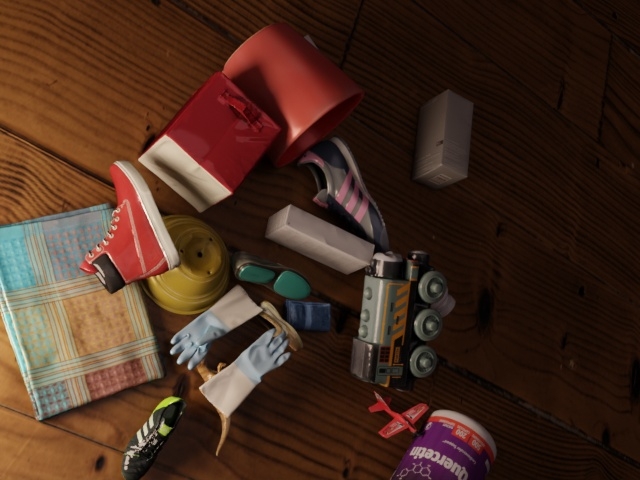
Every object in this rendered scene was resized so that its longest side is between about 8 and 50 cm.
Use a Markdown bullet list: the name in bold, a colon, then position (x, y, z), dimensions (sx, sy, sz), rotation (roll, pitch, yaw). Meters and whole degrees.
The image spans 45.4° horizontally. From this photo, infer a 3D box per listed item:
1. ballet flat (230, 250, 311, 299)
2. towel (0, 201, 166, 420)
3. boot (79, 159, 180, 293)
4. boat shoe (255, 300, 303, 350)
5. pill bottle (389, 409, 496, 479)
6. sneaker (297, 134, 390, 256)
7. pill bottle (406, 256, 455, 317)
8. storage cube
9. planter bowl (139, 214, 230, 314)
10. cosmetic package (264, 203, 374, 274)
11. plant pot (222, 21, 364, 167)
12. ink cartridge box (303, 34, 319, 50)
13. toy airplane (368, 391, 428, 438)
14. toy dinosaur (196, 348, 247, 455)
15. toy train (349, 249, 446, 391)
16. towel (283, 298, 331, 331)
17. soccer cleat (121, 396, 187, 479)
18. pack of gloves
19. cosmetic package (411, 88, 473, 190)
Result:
- **ballet flat**: position (-0.108, 0.070, 1.691), dimensions (0.213, 0.072, 0.068), rotation (23, 23, -40)
- **towel**: position (-0.463, 0.123, 1.457), dimensions (0.271, 0.040, 0.370), rotation (-16, 85, -35)
- **boot**: position (-0.399, -0.027, 1.474), dimensions (0.176, 0.088, 0.244), rotation (-23, 80, -20)
- **boat shoe**: position (-0.094, 0.195, 1.677), dimensions (0.135, 0.050, 0.045), rotation (47, 58, 0)
- **pill bottle**: position (0.253, 0.551, 1.712), dimensions (0.181, 0.181, 0.323), rotation (48, 55, -12)
- **sneaker**: position (0.052, -0.086, 1.841), dimensions (0.131, 0.112, 0.319), rotation (-26, 88, -20)
- **pill bottle**: position (0.260, 0.119, 1.911), dimensions (0.160, 0.087, 0.087), rotation (44, 56, -14)
- **storage cube**: position (-0.234, -0.203, 1.609), dimensions (0.184, 0.215, 0.193), rotation (42, 63, -17)
- **planter bowl**: position (-0.265, 0.039, 1.584), dimensions (0.217, 0.090, 0.217), rotation (11, 69, -31)
- **cosmetic package**: position (0.000, 0.000, 1.768), dimensions (0.239, 0.099, 0.060), rotation (25, 63, -26)
- **plant pot**: position (-0.075, -0.341, 1.739), dimensions (0.275, 0.275, 0.243), rotation (-37, 88, -36)
- **ink cartridge box**: position (-0.033, -0.419, 1.876), dimensions (0.056, 0.099, 0.135), rotation (-42, 100, -35)
- **toy airplane**: position (0.172, 0.403, 1.758), dimensions (0.151, 0.028, 0.151), rotation (6, 37, -4)
- **toy dinosaur**: position (-0.200, 0.322, 1.566), dimensions (0.112, 0.064, 0.211), rotation (-16, 74, -24)
- **toy train**: position (0.175, 0.185, 1.767), dimensions (0.190, 0.142, 0.334), rotation (5, 94, -29)
- **towel**: position (-0.029, 0.172, 1.737), dimensions (0.119, 0.029, 0.067), rotation (10, 71, -32)
- **soccer cleat**: position (-0.316, 0.373, 1.454), dimensions (0.060, 0.072, 0.179), rotation (40, 57, -17)
- **pack of gloves**: position (-0.175, 0.213, 1.565), dimensions (0.195, 0.046, 0.232), rotation (43, 52, 8)
- **cosmetic package**: position (0.328, -0.269, 2.056), dimensions (0.107, 0.127, 0.238), rotation (19, 64, -29)
